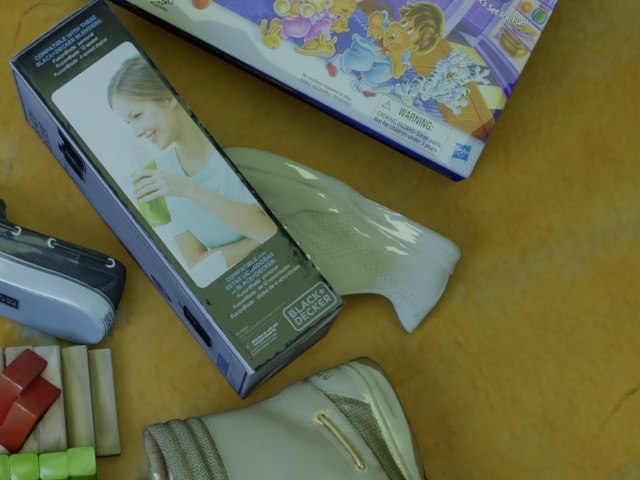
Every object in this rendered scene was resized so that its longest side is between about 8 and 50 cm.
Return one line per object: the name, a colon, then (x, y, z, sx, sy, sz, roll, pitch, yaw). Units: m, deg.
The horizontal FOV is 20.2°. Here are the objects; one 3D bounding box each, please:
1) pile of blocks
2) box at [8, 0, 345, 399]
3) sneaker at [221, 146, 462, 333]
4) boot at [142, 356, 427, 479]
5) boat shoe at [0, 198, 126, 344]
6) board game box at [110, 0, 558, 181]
pile of blocks: (-0.234, 0.235, 1.300, 0.149, 0.112, 0.362, 19, 76, -2)
box: (-0.110, -0.027, 1.348, 0.087, 0.169, 0.290, -37, 85, -11)
sneaker: (0.000, 0.000, 1.405, 0.212, 0.080, 0.094, 27, 87, -1)
boot: (-0.006, 0.229, 1.312, 0.203, 0.095, 0.262, -14, 74, -26)
boat shoe: (-0.255, 0.002, 1.374, 0.228, 0.080, 0.076, 21, 56, 2)
board game box: (0.012, -0.229, 1.421, 0.347, 0.078, 0.233, 27, 89, -2)
